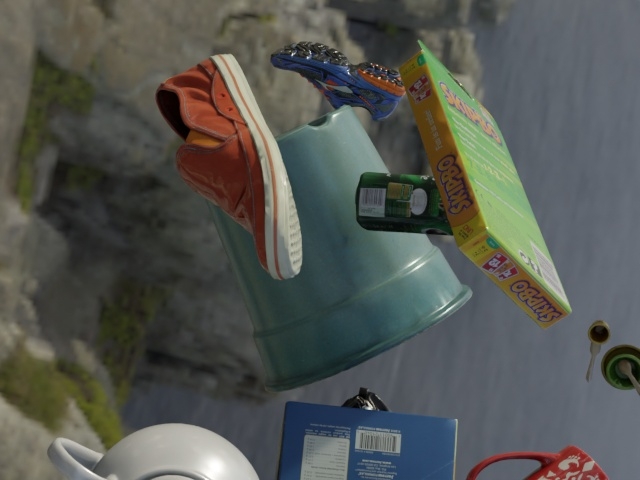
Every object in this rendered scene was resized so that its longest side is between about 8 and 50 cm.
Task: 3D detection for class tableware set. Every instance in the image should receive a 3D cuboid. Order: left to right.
[{"bbox_3d":[0.337,0.107,1.519,0.024,0.154,0.104,-51,149,-70],"label":"tableware set"}]

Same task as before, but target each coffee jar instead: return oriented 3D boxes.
[{"bbox_3d":[0.145,-0.048,2.103,0.096,0.184,0.079,30,66,-72],"label":"coffee jar"}]

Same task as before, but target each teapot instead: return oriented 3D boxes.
[{"bbox_3d":[-0.187,0.345,1.918,0.187,0.256,0.252,163,-83,-88],"label":"teapot"}]

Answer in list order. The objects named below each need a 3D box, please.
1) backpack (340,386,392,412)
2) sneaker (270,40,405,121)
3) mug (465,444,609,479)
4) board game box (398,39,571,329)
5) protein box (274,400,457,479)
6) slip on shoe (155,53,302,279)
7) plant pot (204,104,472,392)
[{"bbox_3d":[0.030,0.311,2.126,0.152,0.115,0.182,-46,-167,45],"label":"backpack"},{"bbox_3d":[0.023,-0.247,2.443,0.083,0.221,0.087,-62,172,-67],"label":"sneaker"},{"bbox_3d":[0.274,0.331,1.954,0.169,0.113,0.150,-36,119,-14],"label":"mug"},{"bbox_3d":[0.129,-0.053,1.274,0.124,0.039,0.259,41,26,-36],"label":"board game box"},{"bbox_3d":[0.045,0.308,1.765,0.136,0.200,0.201,99,-3,-63],"label":"protein box"},{"bbox_3d":[-0.091,-0.071,1.575,0.331,0.101,0.123,-116,-169,-46],"label":"slip on shoe"},{"bbox_3d":[0.000,0.000,2.300,0.334,0.341,0.341,64,23,-4],"label":"plant pot"}]
